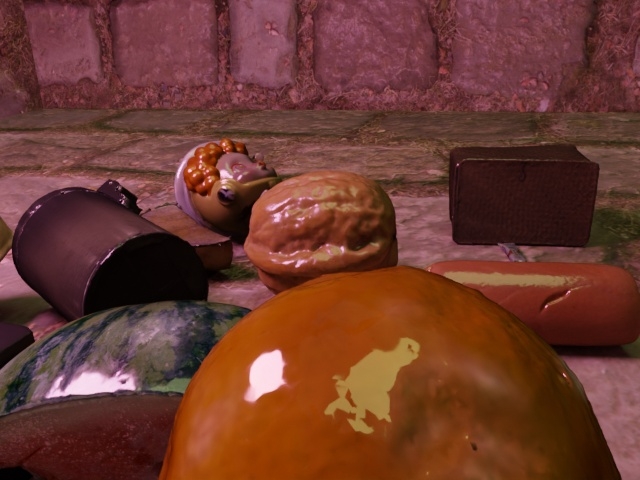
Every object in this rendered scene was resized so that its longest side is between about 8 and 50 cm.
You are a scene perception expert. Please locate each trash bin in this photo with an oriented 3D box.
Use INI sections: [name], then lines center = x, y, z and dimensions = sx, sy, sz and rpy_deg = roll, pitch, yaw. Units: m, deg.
[trash bin]
center = -0.330, 0.042, 0.982
dimensions = 0.301, 0.203, 0.252
rpy_deg = 23, 72, 46

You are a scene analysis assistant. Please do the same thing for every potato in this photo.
[potato]
center = -0.278, 0.016, 1.196
dimensions = 0.138, 0.098, 0.243
rpy_deg = -19, 30, -33

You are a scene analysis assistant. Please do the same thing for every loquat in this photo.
[loquat]
center = 0.044, 0.181, 0.435
dimensions = 0.328, 0.328, 0.328
rpy_deg = -2, 21, 1

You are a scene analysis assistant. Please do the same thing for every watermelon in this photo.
[watermelon]
center = -0.173, 0.167, 0.629
dimensions = 0.261, 0.201, 0.213
rpy_deg = -12, 22, 17

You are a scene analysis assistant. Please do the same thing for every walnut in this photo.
[walnut]
center = 0.000, 0.000, 1.036
dimensions = 0.257, 0.224, 0.257
rpy_deg = -7, 27, 3

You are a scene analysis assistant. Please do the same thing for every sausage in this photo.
[sausage]
center = 0.293, 0.090, 0.912
dimensions = 0.304, 0.121, 0.121
rpy_deg = 1, 21, 7

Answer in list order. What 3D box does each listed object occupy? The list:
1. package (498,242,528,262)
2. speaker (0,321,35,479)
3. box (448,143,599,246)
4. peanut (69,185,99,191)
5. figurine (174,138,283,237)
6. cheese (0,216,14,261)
[package]
center = 0.373, 0.028, 1.212
dimensions = 0.037, 0.015, 0.110
rpy_deg = 3, 22, -2
[speaker]
center = -0.455, 0.192, 0.642
dimensions = 0.254, 0.184, 0.232
rpy_deg = 6, 23, 17
[box]
center = 0.407, -0.097, 1.299
dimensions = 0.273, 0.184, 0.143
rpy_deg = 0, 22, 8
[peanut]
center = -0.571, -0.097, 1.544
dimensions = 0.174, 0.080, 0.080
rpy_deg = 12, 25, 31
[figurine]
center = -0.139, -0.054, 1.283
dimensions = 0.224, 0.205, 0.382
rpy_deg = -8, 37, -43
[cheese]
center = -0.657, 0.100, 0.911
dimensions = 0.384, 0.104, 0.384
rpy_deg = -14, 36, 10
